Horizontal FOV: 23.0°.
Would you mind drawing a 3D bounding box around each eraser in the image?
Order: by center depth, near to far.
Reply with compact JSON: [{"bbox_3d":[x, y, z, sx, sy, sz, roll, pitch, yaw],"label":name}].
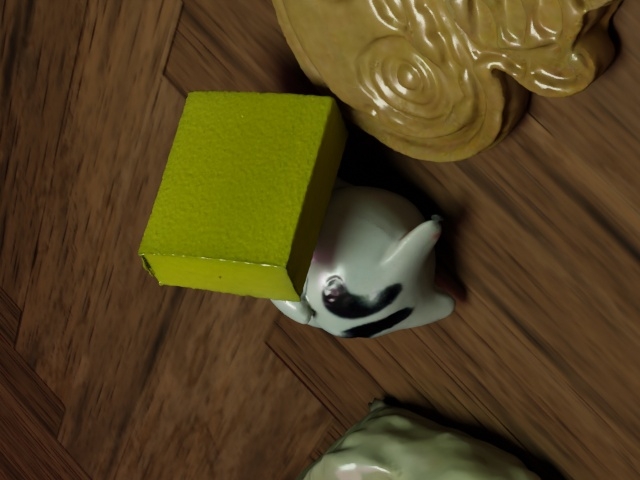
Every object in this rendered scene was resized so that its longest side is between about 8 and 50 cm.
[{"bbox_3d":[-0.045,-0.029,0.946,0.097,0.122,0.045,4,151,18],"label":"eraser"}]

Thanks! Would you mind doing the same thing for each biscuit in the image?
[{"bbox_3d":[0.062,-0.139,0.851,0.288,0.044,0.202,-10,112,58],"label":"biscuit"}]

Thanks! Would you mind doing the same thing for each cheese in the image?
[{"bbox_3d":[0.079,0.257,1.139,0.326,0.115,0.318,25,139,37],"label":"cheese"}]

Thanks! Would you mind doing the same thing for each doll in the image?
[{"bbox_3d":[-0.007,-0.001,1.010,0.180,0.107,0.110,32,162,33],"label":"doll"}]
